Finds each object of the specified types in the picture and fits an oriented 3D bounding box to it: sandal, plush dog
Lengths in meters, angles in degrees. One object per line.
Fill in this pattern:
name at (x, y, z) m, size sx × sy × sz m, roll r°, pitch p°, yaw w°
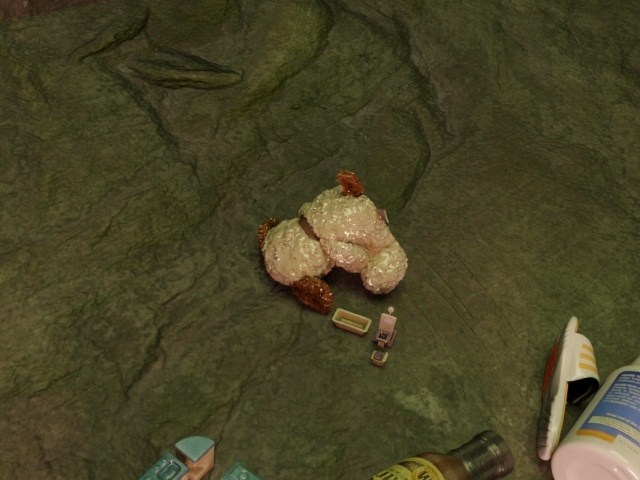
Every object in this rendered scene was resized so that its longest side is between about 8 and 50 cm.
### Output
sandal at (0.409, 0.247, 1.200) m, size 0.076 × 0.102 × 0.265 m, roll 18°, pitch 51°, yaw 9°
plush dog at (0.000, 0.000, 1.357) m, size 0.225 × 0.210 × 0.262 m, roll -35°, pitch 51°, yaw -5°

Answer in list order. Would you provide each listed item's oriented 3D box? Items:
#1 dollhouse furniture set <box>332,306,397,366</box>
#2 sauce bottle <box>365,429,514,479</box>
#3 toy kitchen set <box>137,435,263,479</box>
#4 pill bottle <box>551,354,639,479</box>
dollhouse furniture set at (0.073, 0.144, 1.264) m, size 0.114 × 0.081 × 0.091 m, roll 19°, pitch 43°, yaw 11°
sauce bottle at (0.119, 0.361, 1.014) m, size 0.344 × 0.111 × 0.111 m, roll -21°, pitch 49°, yaw -28°
toy kitchen set at (-0.177, 0.358, 0.962) m, size 0.166 × 0.122 × 0.207 m, roll 30°, pitch 47°, yaw 22°
pill bottle at (0.480, 0.286, 1.120) m, size 0.152 × 0.152 × 0.272 m, roll 34°, pitch 49°, yaw 26°
